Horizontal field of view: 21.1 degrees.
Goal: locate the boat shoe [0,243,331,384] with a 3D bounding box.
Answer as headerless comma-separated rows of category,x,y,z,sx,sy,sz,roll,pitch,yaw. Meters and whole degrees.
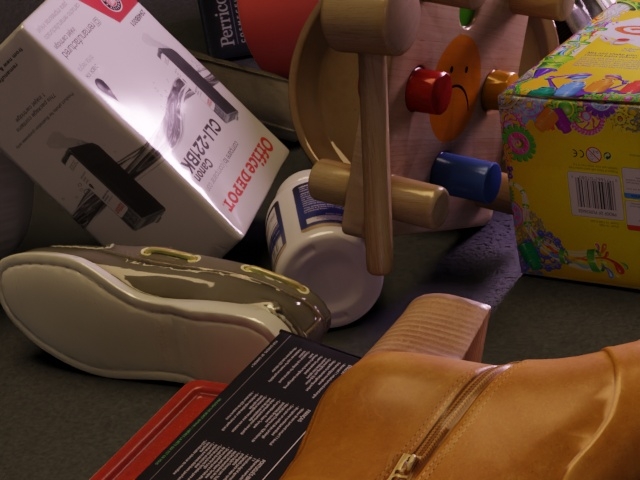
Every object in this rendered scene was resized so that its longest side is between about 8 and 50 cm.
boat shoe,-0.136,0.057,1.452,0.305,0.109,0.091,12,32,27

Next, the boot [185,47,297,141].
boot,-0.129,-0.189,1.865,0.208,0.076,0.190,4,44,-27

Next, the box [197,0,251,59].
box,0.021,-0.427,2.169,0.395,0.294,0.212,-11,25,-1

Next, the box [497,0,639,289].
box,0.353,-0.091,1.489,0.290,0.177,0.279,8,31,34

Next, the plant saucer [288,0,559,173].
plant saucer,0.103,-0.158,1.686,0.277,0.278,0.041,1,-11,22

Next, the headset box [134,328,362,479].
headset box,0.040,0.201,0.999,0.283,0.131,0.246,17,34,21

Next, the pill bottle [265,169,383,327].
pill bottle,0.000,0.000,1.527,0.094,0.094,0.169,-11,26,-1

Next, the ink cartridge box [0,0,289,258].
ink cartridge box,-0.176,-0.102,1.585,0.114,0.273,0.197,-39,13,27

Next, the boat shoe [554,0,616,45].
boat shoe,0.219,-0.244,1.736,0.119,0.335,0.121,-40,-6,-36

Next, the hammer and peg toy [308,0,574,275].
hammer and peg toy,0.078,-0.122,1.449,0.127,0.266,0.361,15,12,29

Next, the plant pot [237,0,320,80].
plant pot,0.058,-0.278,1.914,0.243,0.275,0.275,-5,24,33

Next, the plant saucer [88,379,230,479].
plant saucer,-0.057,0.181,1.232,0.258,0.048,0.259,5,29,29

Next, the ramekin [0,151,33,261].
ramekin,-0.374,-0.086,1.666,0.127,0.273,0.273,-9,22,-29

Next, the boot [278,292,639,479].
boot,0.134,0.133,0.918,0.295,0.104,0.211,12,39,19
